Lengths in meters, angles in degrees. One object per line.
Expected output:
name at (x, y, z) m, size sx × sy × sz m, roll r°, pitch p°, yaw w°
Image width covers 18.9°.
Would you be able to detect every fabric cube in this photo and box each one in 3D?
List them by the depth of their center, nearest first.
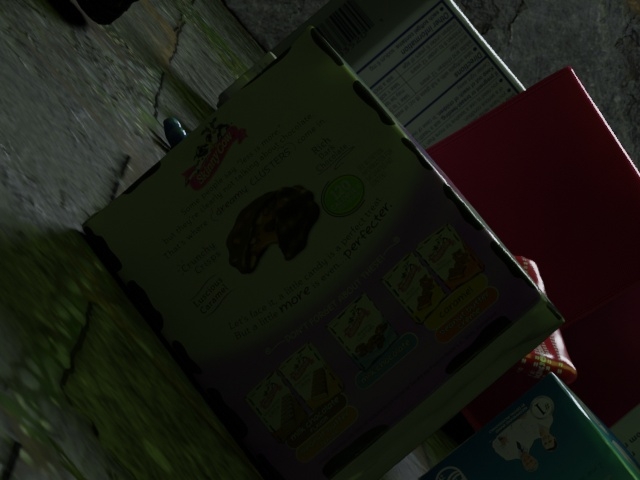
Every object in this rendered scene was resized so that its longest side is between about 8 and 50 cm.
fabric cube at (0.220, 0.048, 1.826) m, size 0.259 × 0.254 × 0.258 m, roll 53°, pitch 7°, yaw -50°

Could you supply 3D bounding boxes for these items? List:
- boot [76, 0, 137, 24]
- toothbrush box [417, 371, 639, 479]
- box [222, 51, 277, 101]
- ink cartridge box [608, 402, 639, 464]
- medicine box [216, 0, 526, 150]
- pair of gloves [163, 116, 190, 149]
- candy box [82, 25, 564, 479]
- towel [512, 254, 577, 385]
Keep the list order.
boot at (-0.229, -0.327, 1.699) m, size 0.260 × 0.131 × 0.348 m, roll 41°, pitch 18°, yaw -13°
toothbrush box at (0.226, 0.260, 1.332) m, size 0.295 × 0.126 × 0.216 m, roll 52°, pitch 5°, yaw 29°
box at (0.019, -0.063, 1.851) m, size 0.067 × 0.063 × 0.324 m, roll 51°, pitch 4°, yaw 39°
ink cartridge box at (0.374, 0.352, 1.660) m, size 0.395 × 0.166 × 0.285 m, roll 52°, pitch 6°, yaw 25°
medicine box at (0.086, -0.112, 2.056) m, size 0.289 × 0.263 × 0.149 m, roll 46°, pitch 7°, yaw -32°
pair of gloves at (-0.058, -0.015, 1.520) m, size 0.159 × 0.023 × 0.198 m, roll 45°, pitch 6°, yaw -35°
candy box at (0.000, 0.017, 1.004) m, size 0.196 × 0.165 × 0.070 m, roll 52°, pitch 6°, yaw 21°
towel at (0.049, 0.016, 1.410) m, size 0.275 × 0.031 × 0.199 m, roll 20°, pitch 19°, yaw -9°
